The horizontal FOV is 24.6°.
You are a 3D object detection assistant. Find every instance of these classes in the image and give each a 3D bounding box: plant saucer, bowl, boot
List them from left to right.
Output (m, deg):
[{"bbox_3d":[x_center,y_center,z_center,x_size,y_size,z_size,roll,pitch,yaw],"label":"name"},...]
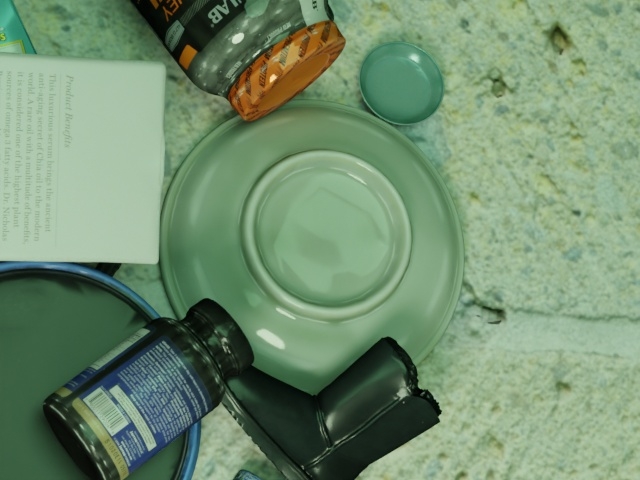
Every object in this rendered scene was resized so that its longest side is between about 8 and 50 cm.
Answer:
[{"bbox_3d":[-0.323,0.206,1.673,0.391,0.077,0.391,4,77,-16],"label":"bowl"},{"bbox_3d":[0.000,0.000,1.834,0.400,0.100,0.400,3,75,-12],"label":"plant saucer"},{"bbox_3d":[0.005,0.178,1.750,0.207,0.094,0.246,-40,105,-1],"label":"boot"},{"bbox_3d":[0.105,-0.206,1.950,0.119,0.021,0.119,4,74,-14],"label":"plant saucer"}]

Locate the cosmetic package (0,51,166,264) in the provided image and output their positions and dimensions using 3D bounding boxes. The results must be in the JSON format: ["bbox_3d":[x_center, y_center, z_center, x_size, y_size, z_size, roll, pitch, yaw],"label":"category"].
[{"bbox_3d":[-0.410,-0.094,1.617,0.453,0.161,0.230,2,91,-21],"label":"cosmetic package"}]

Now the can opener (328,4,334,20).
[{"bbox_3d":[-0.047,-0.356,1.940,0.073,0.059,0.186,-38,97,-45],"label":"can opener"}]

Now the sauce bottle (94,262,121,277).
[{"bbox_3d":[-0.284,0.074,1.778,0.042,0.042,0.128,33,71,-3],"label":"sauce bottle"}]

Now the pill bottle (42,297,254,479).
[{"bbox_3d":[-0.185,0.162,1.617,0.219,0.123,0.123,-36,86,-21],"label":"pill bottle"}]

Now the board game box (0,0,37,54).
[{"bbox_3d":[-0.445,-0.151,1.732,0.253,0.079,0.336,-27,100,-18],"label":"board game box"}]

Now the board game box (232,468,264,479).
[{"bbox_3d":[-0.067,0.403,1.735,0.194,0.060,0.194,35,70,-2],"label":"board game box"}]

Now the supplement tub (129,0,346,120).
[{"bbox_3d":[-0.133,-0.328,1.824,0.207,0.207,0.338,-36,83,-19],"label":"supplement tub"}]
